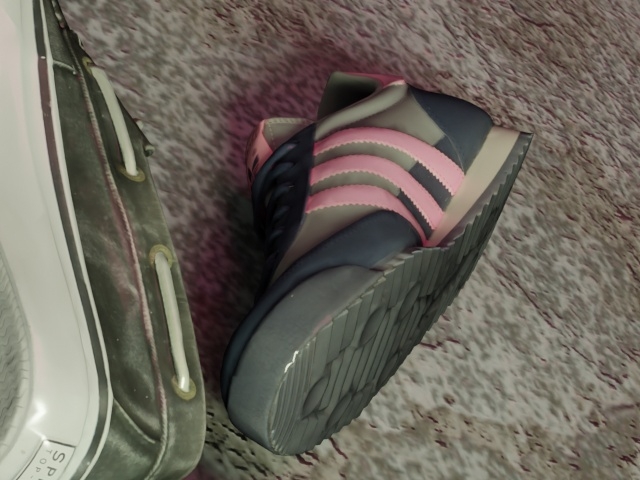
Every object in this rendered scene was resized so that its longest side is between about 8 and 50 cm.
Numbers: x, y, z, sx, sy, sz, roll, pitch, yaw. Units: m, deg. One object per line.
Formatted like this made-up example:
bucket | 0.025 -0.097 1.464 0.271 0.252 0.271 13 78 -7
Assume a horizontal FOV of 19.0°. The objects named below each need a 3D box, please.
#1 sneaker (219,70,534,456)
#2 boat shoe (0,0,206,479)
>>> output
sneaker | 0.000 0.000 0.966 0.131 0.112 0.319 28 28 11
boat shoe | -0.136 -0.031 0.849 0.119 0.121 0.335 16 50 -46
